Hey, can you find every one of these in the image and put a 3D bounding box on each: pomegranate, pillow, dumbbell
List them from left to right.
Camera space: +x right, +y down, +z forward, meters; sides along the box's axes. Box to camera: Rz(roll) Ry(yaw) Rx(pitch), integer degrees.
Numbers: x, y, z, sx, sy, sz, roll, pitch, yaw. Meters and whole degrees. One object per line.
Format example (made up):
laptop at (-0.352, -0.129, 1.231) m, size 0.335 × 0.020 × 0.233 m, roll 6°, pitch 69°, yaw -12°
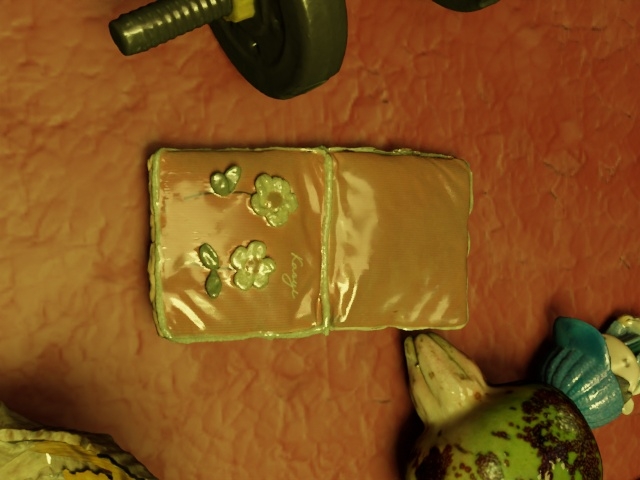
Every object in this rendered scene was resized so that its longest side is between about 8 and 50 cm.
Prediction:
pillow at (0.000, 0.000, 0.606) m, size 0.233 × 0.043 × 0.126 m, roll -1°, pitch 89°, yaw -25°
dumbbell at (0.023, -0.182, 0.554) m, size 0.325 × 0.143 × 0.143 m, roll -29°, pitch 104°, yaw -21°
pomegranate at (0.113, 0.143, 0.637) m, size 0.138 × 0.163 × 0.125 m, roll -31°, pitch 144°, yaw -6°

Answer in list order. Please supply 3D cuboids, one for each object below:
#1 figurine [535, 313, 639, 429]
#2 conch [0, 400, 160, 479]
figurine at (0.221, 0.099, 0.708) m, size 0.136 × 0.077 × 0.079 m, roll 2°, pitch 126°, yaw -40°
conch at (-0.137, 0.181, 0.476) m, size 0.163 × 0.245 × 0.178 m, roll -46°, pitch 135°, yaw -57°
